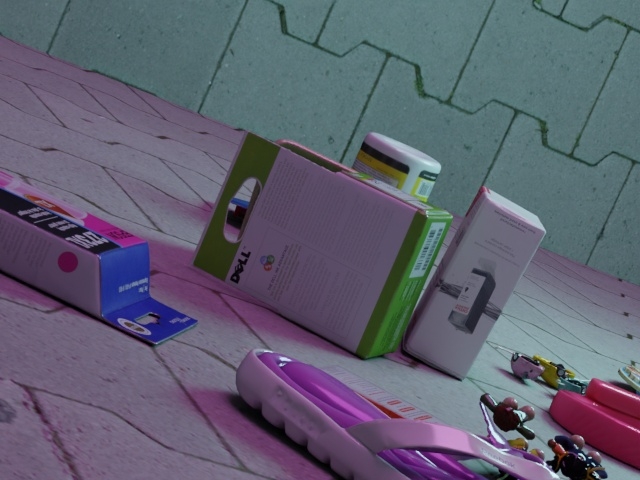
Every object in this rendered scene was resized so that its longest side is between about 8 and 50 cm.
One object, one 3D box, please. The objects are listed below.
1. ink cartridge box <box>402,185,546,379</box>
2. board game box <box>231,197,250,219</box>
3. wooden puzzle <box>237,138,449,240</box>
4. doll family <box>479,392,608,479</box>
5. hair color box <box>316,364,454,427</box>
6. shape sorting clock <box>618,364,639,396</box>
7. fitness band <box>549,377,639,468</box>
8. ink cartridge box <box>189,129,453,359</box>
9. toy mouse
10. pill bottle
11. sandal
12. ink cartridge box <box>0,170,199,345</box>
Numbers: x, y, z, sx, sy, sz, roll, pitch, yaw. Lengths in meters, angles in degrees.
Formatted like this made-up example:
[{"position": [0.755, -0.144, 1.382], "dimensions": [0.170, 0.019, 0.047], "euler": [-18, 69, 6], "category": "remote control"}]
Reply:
[{"position": [0.192, 0.052, 2.182], "dimensions": [0.092, 0.218, 0.158], "euler": [30, 8, 0], "category": "ink cartridge box"}, {"position": [-0.087, -0.029, 2.575], "dimensions": [0.133, 0.033, 0.169], "euler": [18, 4, -6], "category": "board game box"}, {"position": [0.020, 0.000, 2.161], "dimensions": [0.238, 0.221, 0.044], "euler": [23, 43, 2], "category": "wooden puzzle"}, {"position": [0.230, 0.225, 1.702], "dimensions": [0.193, 0.076, 0.111], "euler": [29, 4, 11], "category": "doll family"}, {"position": [0.054, 0.169, 1.648], "dimensions": [0.141, 0.043, 0.072], "euler": [26, 8, 21], "category": "hair color box"}, {"position": [0.542, 0.243, 2.600], "dimensions": [0.206, 0.040, 0.206], "euler": [23, 8, -4], "category": "shape sorting clock"}, {"position": [0.425, 0.254, 2.173], "dimensions": [0.290, 0.054, 0.209], "euler": [21, 11, -13], "category": "fitness band"}, {"position": [0.000, 0.000, 2.056], "dimensions": [0.255, 0.189, 0.097], "euler": [27, 11, 20], "category": "ink cartridge box"}, {"position": [0.308, 0.187, 2.315], "dimensions": [0.161, 0.031, 0.143], "euler": [23, 8, -3], "category": "toy mouse"}, {"position": [0.079, -0.039, 2.476], "dimensions": [0.119, 0.208, 0.119], "euler": [24, 8, -4], "category": "pill bottle"}, {"position": [0.105, 0.182, 1.497], "dimensions": [0.416, 0.102, 0.169], "euler": [28, 9, 21], "category": "sandal"}, {"position": [-0.296, -0.008, 1.732], "dimensions": [0.371, 0.069, 0.176], "euler": [28, 8, 7], "category": "ink cartridge box"}]
